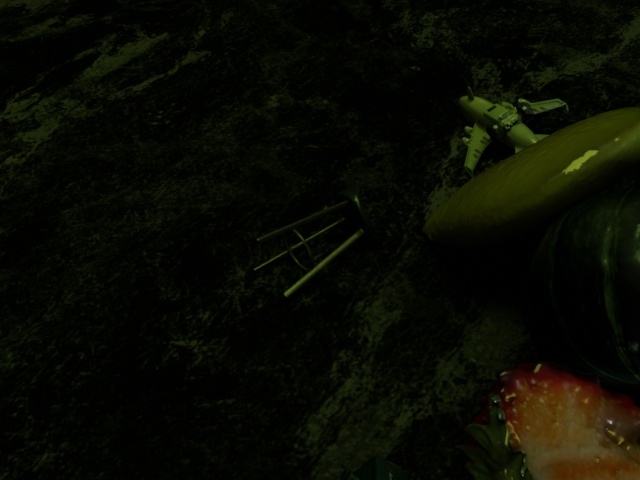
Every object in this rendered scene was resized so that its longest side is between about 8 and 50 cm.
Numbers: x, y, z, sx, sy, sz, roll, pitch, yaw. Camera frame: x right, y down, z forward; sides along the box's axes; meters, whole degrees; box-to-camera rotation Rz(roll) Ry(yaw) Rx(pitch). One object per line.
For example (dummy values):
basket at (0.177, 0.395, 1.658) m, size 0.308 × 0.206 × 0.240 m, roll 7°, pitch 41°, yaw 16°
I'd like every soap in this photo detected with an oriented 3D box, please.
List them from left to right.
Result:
soap at (0.327, -0.085, 1.326) m, size 0.306 × 0.427 × 0.115 m, roll -28°, pitch 89°, yaw -11°

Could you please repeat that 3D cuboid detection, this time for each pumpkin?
pumpkin at (0.421, 0.075, 1.125) m, size 0.323 × 0.323 × 0.241 m, roll 6°, pitch 65°, yaw 13°

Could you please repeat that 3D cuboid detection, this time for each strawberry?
strawberry at (0.293, 0.264, 1.054) m, size 0.280 × 0.150 × 0.253 m, roll -21°, pitch 65°, yaw -36°

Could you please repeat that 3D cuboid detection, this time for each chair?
chair at (-0.001, -0.001, 1.439) m, size 0.221 × 0.104 × 0.095 m, roll -35°, pitch 74°, yaw -24°

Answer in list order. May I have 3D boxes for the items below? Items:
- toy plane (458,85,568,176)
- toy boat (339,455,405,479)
toy plane at (0.334, -0.215, 1.645) m, size 0.229 × 0.092 × 0.244 m, roll -34°, pitch 50°, yaw -10°
toy boat at (0.061, 0.327, 0.980) m, size 0.103 × 0.093 × 0.246 m, roll 38°, pitch 11°, yaw -4°
